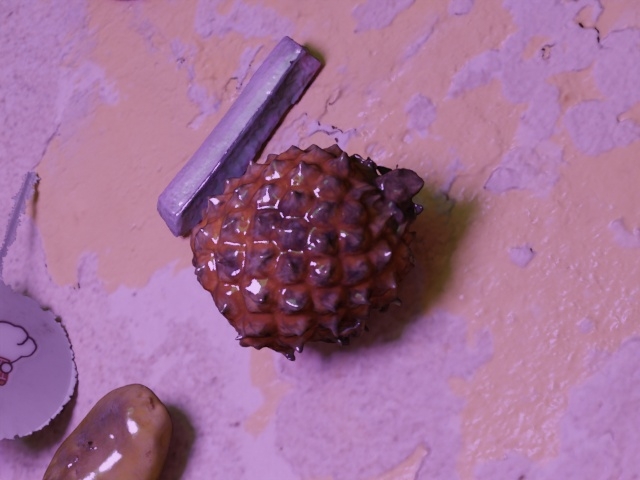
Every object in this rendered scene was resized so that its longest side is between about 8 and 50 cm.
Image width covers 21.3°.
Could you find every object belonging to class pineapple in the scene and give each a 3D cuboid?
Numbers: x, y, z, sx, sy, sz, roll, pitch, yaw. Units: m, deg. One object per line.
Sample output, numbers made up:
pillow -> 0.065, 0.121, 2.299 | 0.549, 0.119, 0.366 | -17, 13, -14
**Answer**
pineapple -> 0.000, 0.000, 1.341 | 0.193, 0.166, 0.166 | -32, 53, 18

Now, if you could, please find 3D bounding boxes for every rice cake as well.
rice cake -> -0.076, -0.093, 1.515 | 0.207, 0.036, 0.047 | -53, 38, 1

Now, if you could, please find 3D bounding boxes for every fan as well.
fan -> -0.301, 0.052, 1.544 | 0.009, 0.190, 0.329 | 121, 163, -44

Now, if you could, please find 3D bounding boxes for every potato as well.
potato -> -0.176, 0.184, 1.419 | 0.138, 0.070, 0.091 | -45, 45, 5
